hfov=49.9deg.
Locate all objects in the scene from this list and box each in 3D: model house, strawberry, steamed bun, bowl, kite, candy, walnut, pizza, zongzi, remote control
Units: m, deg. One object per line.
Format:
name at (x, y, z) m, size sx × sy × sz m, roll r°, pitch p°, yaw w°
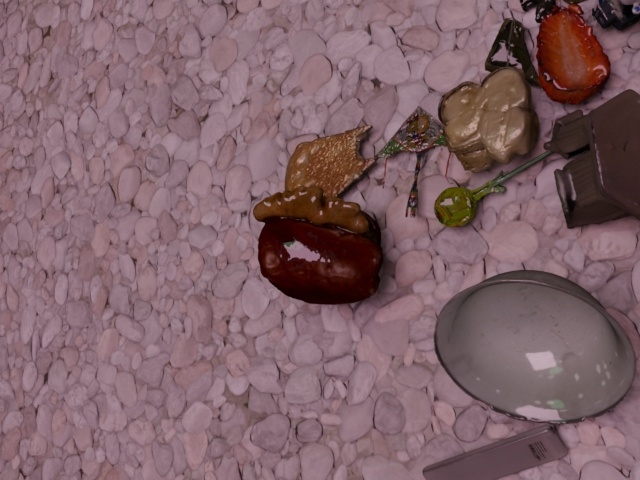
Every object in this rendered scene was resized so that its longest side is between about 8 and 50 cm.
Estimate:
model house at (0.465, -0.117, 1.155) m, size 0.188 × 0.122 × 0.230 m, roll 153°, pitch 110°, yaw -66°
strawberry at (0.450, -0.328, 1.240) m, size 0.121 × 0.082 × 0.188 m, roll -5°, pitch 69°, yaw 12°
steamed bun at (0.324, -0.212, 1.281) m, size 0.177 × 0.106 × 0.193 m, roll -26°, pitch 60°, yaw 31°
bowl at (0.356, 0.146, 1.150) m, size 0.313 × 0.146 × 0.314 m, roll 13°, pitch 129°, yaw 16°
kite at (0.200, -0.162, 1.389) m, size 0.197 × 0.006 × 0.245 m, roll -2°, pitch 72°, yaw 24°
candy at (0.332, -0.108, 1.289) m, size 0.262 × 0.073 × 0.077 m, roll -31°, pitch 85°, yaw 17°
walnut at (0.000, 0.000, 1.385) m, size 0.268 × 0.222 × 0.244 m, roll 4°, pitch 114°, yaw 16°
pizza at (0.021, -0.162, 1.507) m, size 0.262 × 0.034 × 0.181 m, roll -36°, pitch 65°, yaw 24°
zongzi at (0.383, -0.358, 1.299) m, size 0.119 × 0.055 × 0.109 m, roll 24°, pitch 94°, yaw 22°
remote control at (0.305, 0.391, 1.224) m, size 0.260 × 0.029 × 0.067 m, roll -29°, pitch 103°, yaw 26°

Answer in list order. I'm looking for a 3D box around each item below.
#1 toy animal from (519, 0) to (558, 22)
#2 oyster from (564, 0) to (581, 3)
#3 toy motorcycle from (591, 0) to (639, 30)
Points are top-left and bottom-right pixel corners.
toy animal at (0.407, -0.465, 1.301) m, size 0.065 × 0.047 × 0.136 m, roll -25°, pitch 64°, yaw 19°
oyster at (0.471, -0.482, 1.278) m, size 0.054 × 0.019 × 0.083 m, roll -5°, pitch 79°, yaw 33°
toy motorcycle at (0.512, -0.412, 1.130) m, size 0.102 × 0.221 × 0.150 m, roll -30°, pitch 78°, yaw 7°
